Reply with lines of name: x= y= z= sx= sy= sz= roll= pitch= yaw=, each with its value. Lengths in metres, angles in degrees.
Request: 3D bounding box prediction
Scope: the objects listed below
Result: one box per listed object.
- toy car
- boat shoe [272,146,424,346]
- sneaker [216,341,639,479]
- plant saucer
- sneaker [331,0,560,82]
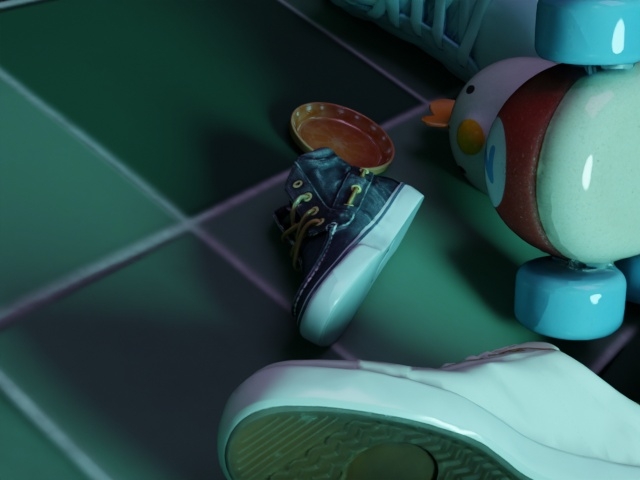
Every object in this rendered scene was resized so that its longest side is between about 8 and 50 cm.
toy car: x=0.156 y=-0.073 z=0.814 sx=0.210 sy=0.219 sz=0.238 roll=-12 pitch=20 yaw=-39
boat shoe: x=0.000 y=0.000 z=0.703 sx=0.083 sy=0.065 sz=0.183 roll=28 pitch=29 yaw=7
sneaker: x=0.072 y=0.103 z=0.583 sx=0.290 sy=0.106 sz=0.123 roll=19 pitch=31 yaw=-27
plant saucer: x=0.015 y=-0.075 z=0.845 sx=0.084 sy=0.013 sz=0.083 roll=16 pitch=35 yaw=-11
sneaker: x=0.075 y=-0.223 z=0.985 sx=0.150 sy=0.135 sz=0.366 roll=-12 pitch=39 yaw=-33
